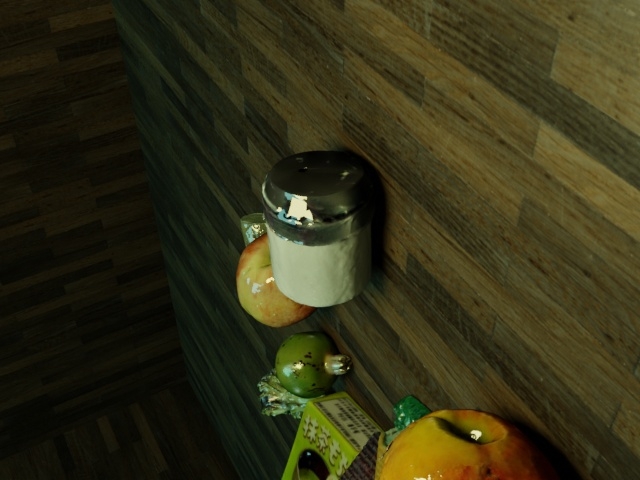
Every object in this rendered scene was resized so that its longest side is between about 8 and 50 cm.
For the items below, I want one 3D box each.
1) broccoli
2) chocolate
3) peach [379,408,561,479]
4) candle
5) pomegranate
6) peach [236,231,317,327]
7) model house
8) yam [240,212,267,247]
[{"bbox_3d":[-0.055,0.461,2.243,0.304,0.164,0.146,-4,75,55],"label":"broccoli"},{"bbox_3d":[0.043,0.576,1.927,0.301,0.137,0.289,35,111,53],"label":"chocolate"},{"bbox_3d":[0.249,0.468,1.248,0.372,0.290,0.373,11,112,30],"label":"peach"},{"bbox_3d":[0.000,0.000,1.530,0.221,0.221,0.343,48,151,43],"label":"candle"},{"bbox_3d":[-0.013,0.318,1.969,0.209,0.180,0.180,-12,100,38],"label":"pomegranate"},{"bbox_3d":[-0.091,0.107,1.860,0.232,0.232,0.257,51,163,38],"label":"peach"},{"bbox_3d":[0.157,0.506,1.579,0.280,0.248,0.230,35,140,55],"label":"model house"},{"bbox_3d":[-0.148,0.020,2.066,0.107,0.107,0.194,9,117,66],"label":"yam"}]
